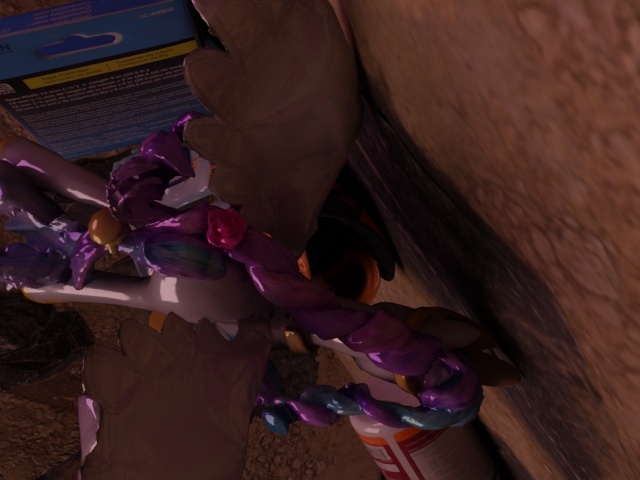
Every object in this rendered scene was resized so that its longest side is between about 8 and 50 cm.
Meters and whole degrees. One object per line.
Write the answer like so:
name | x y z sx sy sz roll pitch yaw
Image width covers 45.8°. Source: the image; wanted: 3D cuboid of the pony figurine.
pony figurine | -0.069 0.021 0.519 0.363 0.303 0.351 14 169 31

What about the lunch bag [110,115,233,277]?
lunch bag | -0.157 -0.035 1.065 0.262 0.223 0.160 68 -165 1

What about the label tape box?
label tape box | -0.269 -0.225 0.941 0.348 0.249 0.115 89 167 -76

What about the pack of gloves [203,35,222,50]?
pack of gloves | -0.069 -0.136 0.926 0.232 0.046 0.195 61 -172 -46

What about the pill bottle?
pill bottle | 0.134 0.256 0.879 0.221 0.121 0.121 59 174 -18

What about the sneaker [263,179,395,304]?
sneaker | -0.012 0.016 0.788 0.180 0.124 0.321 56 174 22
